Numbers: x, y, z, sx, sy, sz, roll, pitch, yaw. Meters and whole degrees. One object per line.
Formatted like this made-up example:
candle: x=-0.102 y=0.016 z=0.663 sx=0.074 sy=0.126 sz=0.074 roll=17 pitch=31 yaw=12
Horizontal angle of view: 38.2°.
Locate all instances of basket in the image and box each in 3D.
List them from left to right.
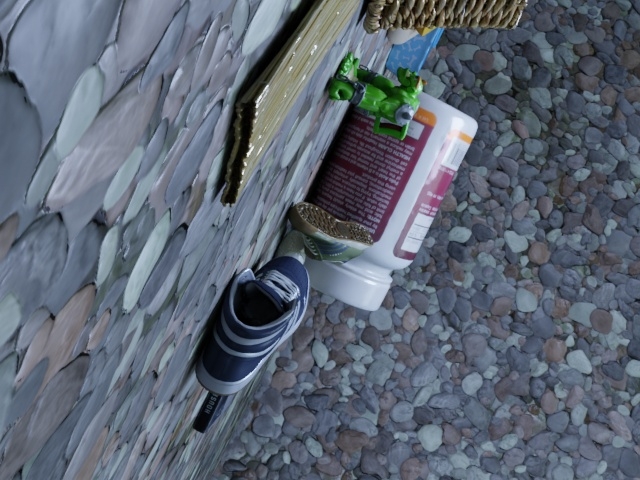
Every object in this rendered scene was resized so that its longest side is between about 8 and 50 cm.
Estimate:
basket: x=0.168 y=-0.428 z=1.157 sx=0.299 sy=0.223 sz=0.214 roll=111 pitch=-28 yaw=-61

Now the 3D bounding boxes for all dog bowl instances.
dog bowl: x=0.222 y=-0.457 z=1.983 sx=0.297 sy=0.074 sz=0.166 roll=-62 pitch=177 yaw=-37

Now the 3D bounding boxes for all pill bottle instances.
pill bottle: x=0.107 y=-0.085 z=1.700 sx=0.392 sy=0.224 sz=0.224 roll=-64 pitch=177 yaw=7

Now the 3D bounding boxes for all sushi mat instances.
sushi mat: x=-0.012 y=-0.179 z=0.868 sx=0.151 sy=0.019 sz=0.317 roll=110 pitch=6 yaw=-53

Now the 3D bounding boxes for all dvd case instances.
dvd case: x=-0.164 y=0.249 z=1.716 sx=0.179 sy=0.029 sz=0.238 roll=-64 pitch=177 yaw=3

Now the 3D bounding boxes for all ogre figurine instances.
ogre figurine: x=0.080 y=-0.202 z=1.287 sx=0.097 sy=0.118 sz=0.197 roll=-64 pitch=177 yaw=-2

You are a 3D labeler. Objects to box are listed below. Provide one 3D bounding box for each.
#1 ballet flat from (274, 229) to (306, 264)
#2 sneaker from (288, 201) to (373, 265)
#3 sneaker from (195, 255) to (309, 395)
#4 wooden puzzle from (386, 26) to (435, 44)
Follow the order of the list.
ballet flat: x=-0.058 y=0.059 z=1.593 sx=0.168 sy=0.057 sz=0.052 roll=-66 pitch=-149 yaw=33
sneaker: x=0.000 y=0.000 z=1.531 sx=0.086 sy=0.064 sz=0.192 roll=-40 pitch=144 yaw=26
sneaker: x=-0.069 y=0.078 z=1.285 sx=0.282 sy=0.099 sz=0.153 roll=-56 pitch=173 yaw=-50
wooden puzzle: x=0.236 y=-0.431 z=1.582 sx=0.238 sy=0.044 sz=0.221 roll=-30 pitch=170 yaw=-11
